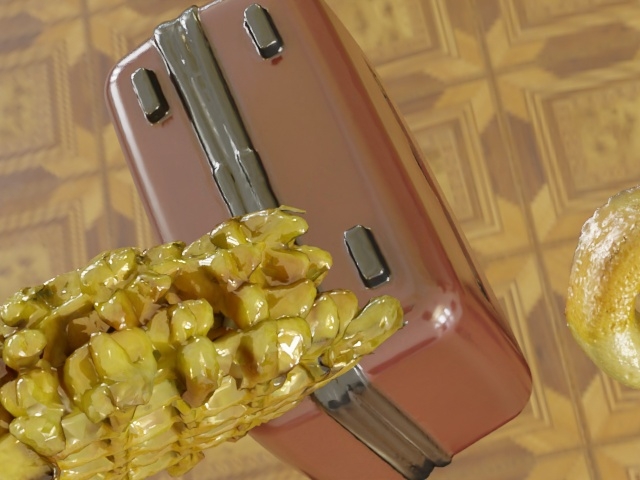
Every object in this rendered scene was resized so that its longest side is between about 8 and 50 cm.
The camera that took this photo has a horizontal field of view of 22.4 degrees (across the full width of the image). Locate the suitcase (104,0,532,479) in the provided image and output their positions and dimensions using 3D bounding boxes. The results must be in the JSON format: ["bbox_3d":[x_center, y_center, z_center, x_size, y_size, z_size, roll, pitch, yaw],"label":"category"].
[{"bbox_3d":[0.000,0.000,1.033,0.161,0.236,0.297,-30,61,8],"label":"suitcase"}]

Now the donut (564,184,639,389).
[{"bbox_3d":[0.307,0.049,1.442,0.174,0.074,0.190,25,105,-11],"label":"donut"}]

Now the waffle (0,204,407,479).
[{"bbox_3d":[-0.081,0.055,0.600,0.193,0.197,0.070,-37,75,41],"label":"waffle"}]
